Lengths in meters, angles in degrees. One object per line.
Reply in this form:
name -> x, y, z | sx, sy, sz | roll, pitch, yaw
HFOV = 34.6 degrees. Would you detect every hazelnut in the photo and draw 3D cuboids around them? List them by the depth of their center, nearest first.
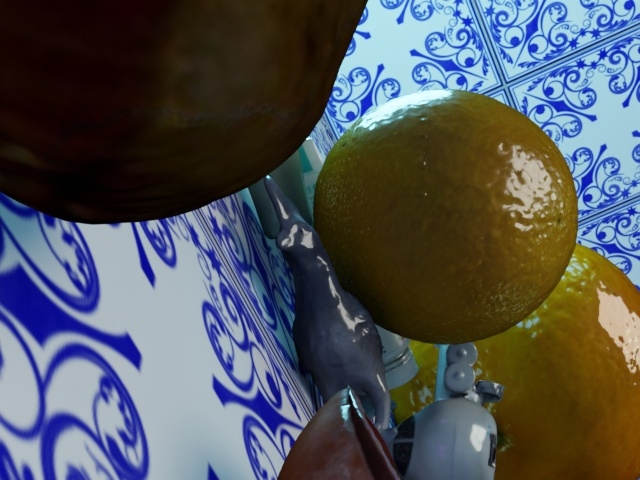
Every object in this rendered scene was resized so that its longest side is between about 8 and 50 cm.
hazelnut -> -0.090, -0.115, 0.422 | 0.229, 0.229, 0.229 | -24, 90, -84

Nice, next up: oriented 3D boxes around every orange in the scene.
orange -> 0.122, -0.025, 1.047 | 0.274, 0.274, 0.274 | -24, 90, -84
orange -> 0.287, 0.199, 1.467 | 0.326, 0.424, 0.424 | -30, 98, -51

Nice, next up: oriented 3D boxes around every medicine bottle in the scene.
medicine bottle -> 0.075, 0.127, 1.358 | 0.080, 0.080, 0.130 | -87, 151, -76

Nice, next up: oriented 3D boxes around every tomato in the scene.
tomato -> 0.023, 0.195, 0.573 | 0.228, 0.112, 0.199 | 64, -1, -26

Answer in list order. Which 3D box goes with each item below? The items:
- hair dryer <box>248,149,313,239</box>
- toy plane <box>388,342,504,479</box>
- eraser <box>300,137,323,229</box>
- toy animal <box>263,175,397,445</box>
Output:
hair dryer -> -0.076, -0.142, 1.122 | 0.298, 0.119, 0.296 | 125, -52, -83
toy plane -> 0.131, 0.233, 1.093 | 0.267, 0.122, 0.267 | 5, 90, -86
eraser -> 0.000, 0.000, 1.199 | 0.225, 0.052, 0.095 | 67, -22, 9
toy animal -> 0.028, 0.129, 0.977 | 0.206, 0.081, 0.367 | -104, 172, -49
